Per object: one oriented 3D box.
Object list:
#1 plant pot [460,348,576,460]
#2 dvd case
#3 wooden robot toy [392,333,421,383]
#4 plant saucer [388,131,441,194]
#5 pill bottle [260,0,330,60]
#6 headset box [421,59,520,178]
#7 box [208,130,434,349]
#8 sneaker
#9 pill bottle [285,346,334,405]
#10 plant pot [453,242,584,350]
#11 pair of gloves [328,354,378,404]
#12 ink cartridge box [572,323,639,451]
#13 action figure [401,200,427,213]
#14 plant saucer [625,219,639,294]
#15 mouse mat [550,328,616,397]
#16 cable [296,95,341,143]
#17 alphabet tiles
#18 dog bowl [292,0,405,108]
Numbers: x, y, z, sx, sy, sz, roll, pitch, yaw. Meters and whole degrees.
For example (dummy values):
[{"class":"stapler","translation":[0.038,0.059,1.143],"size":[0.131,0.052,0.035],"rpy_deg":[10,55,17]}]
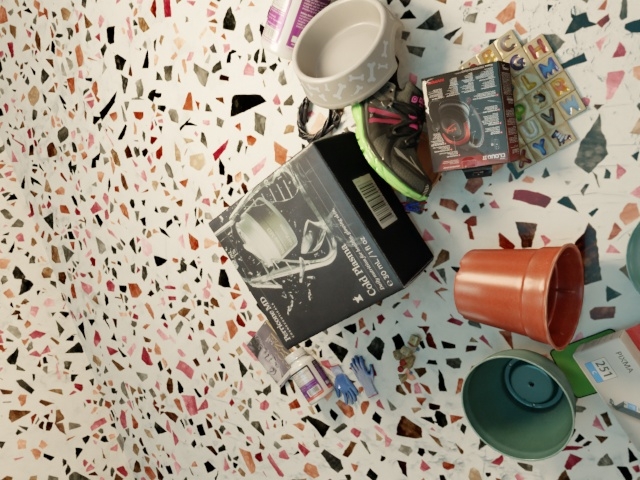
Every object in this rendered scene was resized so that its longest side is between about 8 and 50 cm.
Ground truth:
[{"class":"plant pot","translation":[0.563,0.424,1.552],"size":[0.293,0.196,0.292],"rpy_deg":[9,106,33]},{"class":"dvd case","translation":[-0.181,0.441,2.181],"size":[0.221,0.018,0.164],"rpy_deg":[47,122,17]},{"class":"wooden robot toy","translation":[0.264,0.376,1.831],"size":[0.079,0.076,0.173],"rpy_deg":[29,116,38]},{"class":"plant saucer","translation":[0.278,-0.234,1.698],"size":[0.200,0.037,0.199],"rpy_deg":[8,106,32]},{"class":"pill bottle","translation":[-0.065,-0.724,1.744],"size":[0.169,0.169,0.301],"rpy_deg":[36,118,23]},{"class":"headset box","translation":[0.410,-0.315,1.530],"size":[0.218,0.110,0.293],"rpy_deg":[-5,98,35]},{"class":"box","translation":[0.000,0.000,1.735],"size":[0.472,0.297,0.479],"rpy_deg":[-34,88,33]},{"class":"sneaker","translation":[0.211,-0.337,1.593],"size":[0.202,0.185,0.482],"rpy_deg":[-28,70,28]},{"class":"pill bottle","translation":[-0.045,0.488,2.042],"size":[0.108,0.108,0.193],"rpy_deg":[-42,76,34]},{"class":"plant pot","translation":[0.518,0.132,1.494],"size":[0.265,0.272,0.272],"rpy_deg":[6,104,41]},{"class":"pair of gloves","translation":[0.117,0.494,1.984],"size":[0.198,0.023,0.159],"rpy_deg":[-29,84,36]},{"class":"ink cartridge box","translation":[0.836,0.358,1.407],"size":[0.261,0.066,0.296],"rpy_deg":[-40,80,42]},{"class":"action figure","translation":[0.272,-0.103,1.739],"size":[0.115,0.030,0.038],"rpy_deg":[-1,105,37]},{"class":"plant saucer","translation":[0.903,0.041,1.328],"size":[0.318,0.044,0.317],"rpy_deg":[9,106,33]},{"class":"mouse mat","translation":[0.744,0.336,1.526],"size":[0.190,0.007,0.152],"rpy_deg":[-33,81,36]},{"class":"cable","translation":[-0.021,-0.409,1.859],"size":[0.184,0.047,0.150],"rpy_deg":[-34,80,36]},{"class":"alphabet tiles","translation":[0.524,-0.372,1.514],"size":[0.285,0.011,0.342],"rpy_deg":[-32,82,36]},{"class":"dog bowl","translation":[0.070,-0.554,1.621],"size":[0.349,0.102,0.348],"rpy_deg":[-15,58,26]}]
